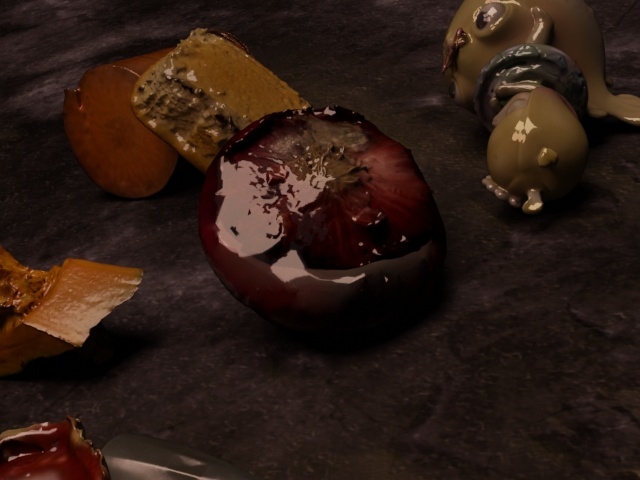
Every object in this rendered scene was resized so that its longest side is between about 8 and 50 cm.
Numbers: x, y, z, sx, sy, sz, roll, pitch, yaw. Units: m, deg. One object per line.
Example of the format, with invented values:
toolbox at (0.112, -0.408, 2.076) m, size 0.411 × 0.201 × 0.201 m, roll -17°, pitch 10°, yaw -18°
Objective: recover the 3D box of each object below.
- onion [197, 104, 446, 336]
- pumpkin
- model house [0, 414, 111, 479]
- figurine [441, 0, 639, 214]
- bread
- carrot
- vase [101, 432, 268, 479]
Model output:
onion at (0.000, 0.000, 1.475) m, size 0.272 × 0.195 × 0.272 m, roll 5°, pitch 53°, yaw -7°
pumpkin at (-0.318, 0.083, 1.549) m, size 0.248 × 0.126 × 0.131 m, roll 16°, pitch 43°, yaw 22°
model house at (-0.197, 0.258, 1.007) m, size 0.160 × 0.196 × 0.254 m, roll -15°, pitch 24°, yaw 8°
figurine at (0.274, -0.164, 1.647) m, size 0.274 × 0.226 × 0.394 m, roll 14°, pitch 34°, yaw -1°
bread at (-0.119, -0.164, 1.802) m, size 0.245 × 0.121 × 0.174 m, roll 34°, pitch 38°, yaw 1°
carrot at (-0.217, -0.188, 1.990) m, size 0.196 × 0.196 × 0.254 m, roll -1°, pitch 20°, yaw 31°
vase at (-0.085, 0.216, 1.165) m, size 0.214 × 0.086 × 0.086 m, roll 4°, pitch 32°, yaw 29°
